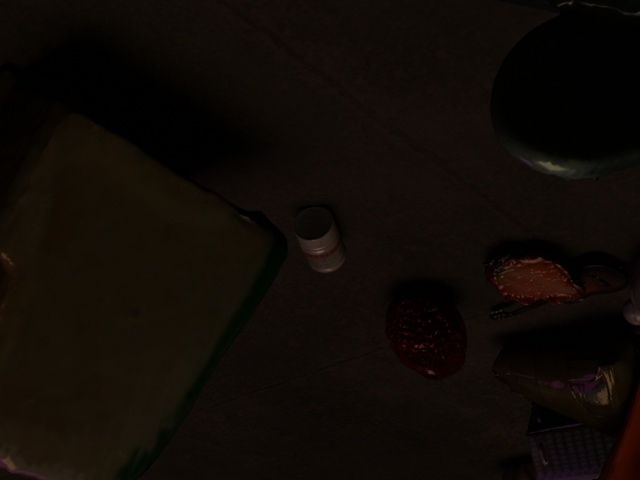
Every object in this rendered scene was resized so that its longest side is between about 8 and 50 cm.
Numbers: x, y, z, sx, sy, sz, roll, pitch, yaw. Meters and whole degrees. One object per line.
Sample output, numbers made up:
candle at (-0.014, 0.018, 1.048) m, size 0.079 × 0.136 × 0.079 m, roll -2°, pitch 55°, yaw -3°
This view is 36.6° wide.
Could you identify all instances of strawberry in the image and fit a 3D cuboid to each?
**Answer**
strawberry at (0.159, 0.147, 1.451) m, size 0.131 × 0.148 × 0.131 m, roll 3°, pitch 150°, yaw 2°
strawberry at (0.300, 0.048, 1.368) m, size 0.152 × 0.048 × 0.104 m, roll 18°, pitch 137°, yaw -13°

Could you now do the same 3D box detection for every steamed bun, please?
steamed bun at (0.476, 0.540, 2.113) m, size 0.183 × 0.106 × 0.182 m, roll 0°, pitch 146°, yaw 0°

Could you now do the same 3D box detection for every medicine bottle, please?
medicine bottle at (0.000, 0.000, 1.309) m, size 0.057 × 0.057 × 0.089 m, roll -5°, pitch 147°, yaw 12°

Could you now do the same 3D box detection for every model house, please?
model house at (0.513, 0.365, 1.731) m, size 0.224 × 0.198 × 0.215 m, roll -17°, pitch 140°, yaw 31°
model house at (-0.313, 0.048, 1.138) m, size 0.335 × 0.382 × 0.343 m, roll 32°, pitch 174°, yaw -39°

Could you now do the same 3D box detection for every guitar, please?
guitar at (0.345, 0.078, 1.441) m, size 0.088 × 0.025 × 0.233 m, roll 27°, pitch 142°, yaw -33°

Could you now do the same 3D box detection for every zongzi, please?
zongzi at (0.426, 0.259, 1.584) m, size 0.228 × 0.115 × 0.256 m, roll -2°, pitch 135°, yaw 39°

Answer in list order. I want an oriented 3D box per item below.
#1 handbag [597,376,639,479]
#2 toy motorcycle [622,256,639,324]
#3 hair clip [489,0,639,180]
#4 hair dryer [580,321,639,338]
handbag at (0.621, 0.336, 1.551) m, size 0.410 × 0.303 × 0.116 m, roll 16°, pitch -170°, yaw -40°
toy motorcycle at (0.510, 0.083, 1.361) m, size 0.171 × 0.110 × 0.260 m, roll -15°, pitch 140°, yaw 29°
hair clip at (0.276, -0.223, 0.725) m, size 0.319 × 0.392 × 0.238 m, roll 9°, pitch 121°, yaw -8°
hair dryer at (0.481, 0.136, 1.508) m, size 0.154 × 0.054 × 0.106 m, roll -18°, pitch 138°, yaw 37°
